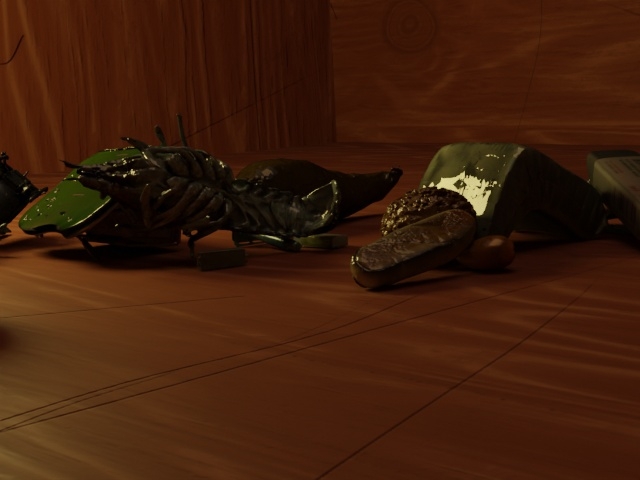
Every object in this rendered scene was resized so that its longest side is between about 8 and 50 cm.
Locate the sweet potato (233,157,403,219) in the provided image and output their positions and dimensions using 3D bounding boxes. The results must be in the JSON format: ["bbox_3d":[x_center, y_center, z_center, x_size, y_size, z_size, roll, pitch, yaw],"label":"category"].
[{"bbox_3d":[-0.013,-0.084,2.141,0.131,0.130,0.423,4,5,42],"label":"sweet potato"}]

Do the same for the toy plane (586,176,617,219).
[{"bbox_3d":[0.537,-0.080,1.943,0.316,0.103,0.204,-1,-25,17],"label":"toy plane"}]

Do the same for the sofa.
[{"bbox_3d":[0.281,-0.034,1.824,0.225,0.176,0.210,27,-11,-37],"label":"sofa"}]

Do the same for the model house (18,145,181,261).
[{"bbox_3d":[-0.334,-0.032,1.945,0.207,0.154,0.294,-48,26,-23],"label":"model house"}]

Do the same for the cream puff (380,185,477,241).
[{"bbox_3d":[0.150,-0.024,1.676,0.144,0.103,0.126,-10,7,-14],"label":"cream puff"}]

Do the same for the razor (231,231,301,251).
[{"bbox_3d":[-0.074,-0.003,1.887,0.068,0.040,0.135,-9,15,-36],"label":"razor"}]

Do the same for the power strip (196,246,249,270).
[{"bbox_3d":[-0.140,0.026,1.722,0.083,0.027,0.017,-6,12,-31],"label":"power strip"}]

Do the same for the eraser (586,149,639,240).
[{"bbox_3d":[0.474,-0.062,1.764,0.089,0.061,0.352,-4,20,-3],"label":"eraser"}]

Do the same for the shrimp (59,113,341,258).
[{"bbox_3d":[-0.169,-0.070,1.776,0.411,0.221,0.166,17,-31,-31],"label":"shrimp"}]

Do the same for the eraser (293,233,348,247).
[{"bbox_3d":[0.000,0.000,1.885,0.083,0.019,0.038,4,12,41],"label":"eraser"}]

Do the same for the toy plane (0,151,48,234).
[{"bbox_3d":[-0.563,-0.049,2.053,0.106,0.155,0.381,39,6,-9],"label":"toy plane"}]

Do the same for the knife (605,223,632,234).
[{"bbox_3d":[0.417,-0.022,1.908,0.054,0.015,0.212,-8,10,-30],"label":"knife"}]

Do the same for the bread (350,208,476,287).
[{"bbox_3d":[0.122,0.016,1.547,0.214,0.053,0.073,-23,42,-37],"label":"bread"}]

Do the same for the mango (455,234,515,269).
[{"bbox_3d":[0.215,0.017,1.592,0.089,0.046,0.060,-4,7,38],"label":"mango"}]
